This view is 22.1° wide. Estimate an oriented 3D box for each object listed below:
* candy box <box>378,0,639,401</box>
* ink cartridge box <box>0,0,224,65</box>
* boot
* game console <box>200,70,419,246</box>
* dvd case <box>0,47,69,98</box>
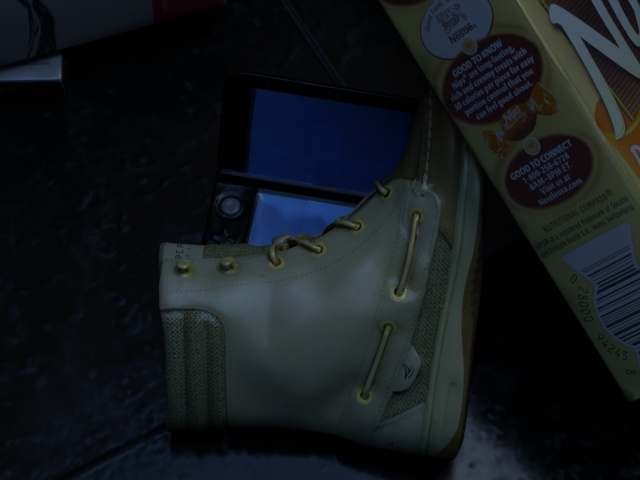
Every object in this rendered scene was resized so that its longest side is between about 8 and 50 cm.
[{"bbox_3d":[0.169,-0.084,0.983,0.183,0.087,0.316,-32,91,-50],"label":"candy box"},{"bbox_3d":[-0.204,-0.224,1.126,0.237,0.100,0.172,-17,66,-11],"label":"ink cartridge box"},{"bbox_3d":[0.000,0.000,1.026,0.203,0.095,0.262,4,95,4],"label":"boot"},{"bbox_3d":[-0.004,-0.030,1.077,0.144,0.085,0.124,9,64,4],"label":"game console"},{"bbox_3d":[-0.271,-0.210,1.190,0.179,0.029,0.239,-2,65,-3],"label":"dvd case"}]
